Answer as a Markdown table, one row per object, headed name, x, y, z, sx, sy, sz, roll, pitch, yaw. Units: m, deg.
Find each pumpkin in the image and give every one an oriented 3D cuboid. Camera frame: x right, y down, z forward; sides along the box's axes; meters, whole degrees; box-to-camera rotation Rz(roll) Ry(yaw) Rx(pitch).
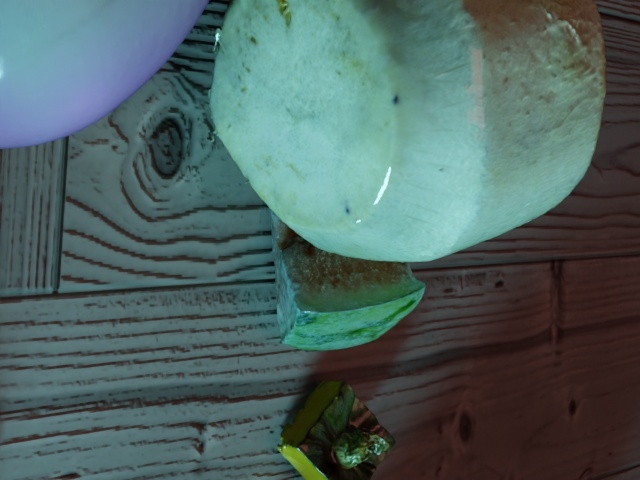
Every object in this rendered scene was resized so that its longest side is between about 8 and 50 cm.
| name | x | y | z | sx | sy | sz | roll | pitch | yaw |
| --- | --- | --- | --- | --- | --- | --- | --- | --- | --- |
| pumpkin | 0.016 | 0.161 | 0.979 | 0.083 | 0.054 | 0.074 | 52 | 54 | -27 |

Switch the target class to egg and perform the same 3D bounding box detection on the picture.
| name | x | y | z | sx | sy | sz | roll | pitch | yaw |
| --- | --- | --- | --- | --- | --- | --- | --- | --- | --- |
| egg | -0.137 | -0.169 | 0.638 | 0.271 | 0.196 | 0.196 | -48 | 131 | -20 |

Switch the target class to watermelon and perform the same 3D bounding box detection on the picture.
| name | x | y | z | sx | sy | sz | roll | pitch | yaw |
| --- | --- | --- | --- | --- | --- | --- | --- | --- | --- |
| watermelon | 0.010 | 0.010 | 0.917 | 0.098 | 0.121 | 0.158 | -3 | 96 | -27 |

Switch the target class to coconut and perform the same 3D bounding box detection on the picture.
| name | x | y | z | sx | sy | sz | roll | pitch | yaw |
| --- | --- | --- | --- | --- | --- | --- | --- | --- | --- |
| coconut | 0.064 | -0.113 | 0.847 | 0.247 | 0.245 | 0.245 | -20 | 112 | -45 |
